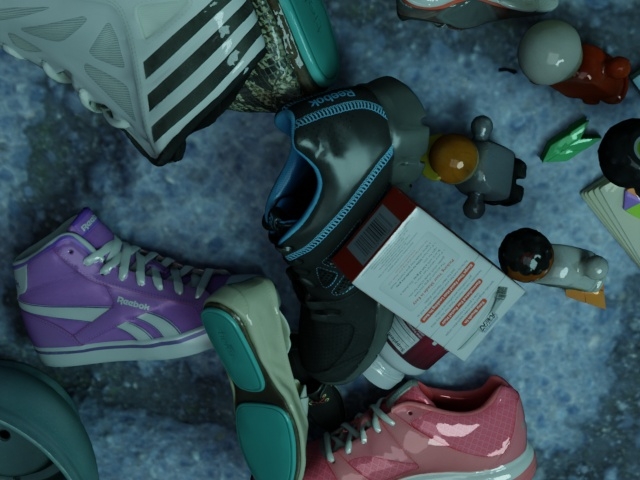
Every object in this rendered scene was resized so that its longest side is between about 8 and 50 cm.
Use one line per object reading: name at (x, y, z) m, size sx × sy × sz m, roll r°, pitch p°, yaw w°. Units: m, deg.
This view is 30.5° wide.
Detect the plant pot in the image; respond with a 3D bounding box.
plant pot at (-0.370, 0.252, 1.286) m, size 0.293 × 0.196 × 0.293 m, roll 2°, pitch 114°, yaw 4°

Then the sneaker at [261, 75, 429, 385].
sneaker at (0.000, 0.000, 1.147) m, size 0.140 × 0.125 × 0.341 m, roll -11°, pitch 125°, yaw -28°

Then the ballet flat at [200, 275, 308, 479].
ballet flat at (-0.050, 0.143, 1.191) m, size 0.086 × 0.086 × 0.248 m, roll -8°, pitch 120°, yaw 9°

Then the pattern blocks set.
pattern blocks set at (0.374, -0.019, 1.192) m, size 0.325 × 0.026 × 0.285 m, roll 40°, pitch 111°, yaw -13°

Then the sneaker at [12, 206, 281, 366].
sneaker at (-0.190, 0.038, 1.228) m, size 0.282 × 0.102 × 0.161 m, roll -9°, pitch 110°, yaw 9°

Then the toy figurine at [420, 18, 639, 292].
toy figurine at (0.218, -0.068, 1.070) m, size 0.209 × 0.213 × 0.148 m, roll -44°, pitch 147°, yaw 23°

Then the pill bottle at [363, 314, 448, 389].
pill bottle at (0.105, 0.085, 1.230) m, size 0.086 × 0.086 × 0.152 m, roll 41°, pitch 112°, yaw -13°

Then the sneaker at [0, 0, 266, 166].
sneaker at (-0.242, -0.169, 1.041) m, size 0.447 × 0.169 × 0.257 m, roll -2°, pitch 122°, yaw 36°

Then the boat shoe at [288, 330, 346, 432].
boat shoe at (-0.011, 0.164, 1.301) m, size 0.049 × 0.042 × 0.133 m, roll -23°, pitch 113°, yaw 10°

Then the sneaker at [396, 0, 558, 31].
sneaker at (0.144, -0.229, 1.109) m, size 0.158 × 0.061 × 0.065 m, roll 2°, pitch 155°, yaw -9°

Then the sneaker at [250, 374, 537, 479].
sneaker at (0.075, 0.212, 1.279) m, size 0.314 × 0.116 × 0.136 m, roll -8°, pitch 112°, yaw -3°

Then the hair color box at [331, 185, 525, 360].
hair color box at (0.103, 0.033, 1.100) m, size 0.167 × 0.053 × 0.093 m, roll 36°, pitch 98°, yaw -33°

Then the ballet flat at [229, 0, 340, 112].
ballet flat at (-0.118, -0.328, 1.030) m, size 0.182 × 0.164 × 0.482 m, roll -5°, pitch 118°, yaw 18°
